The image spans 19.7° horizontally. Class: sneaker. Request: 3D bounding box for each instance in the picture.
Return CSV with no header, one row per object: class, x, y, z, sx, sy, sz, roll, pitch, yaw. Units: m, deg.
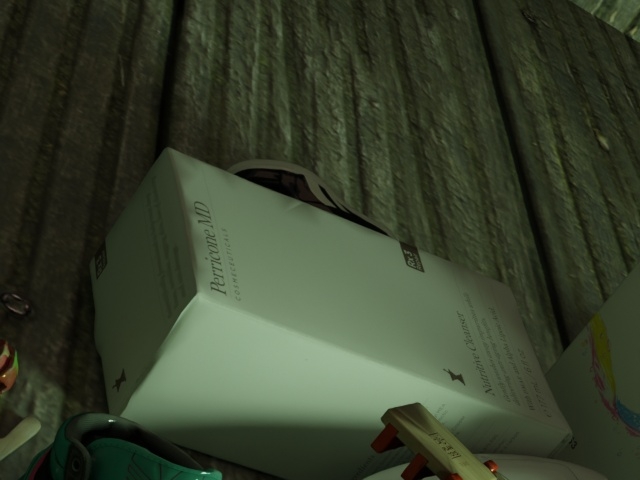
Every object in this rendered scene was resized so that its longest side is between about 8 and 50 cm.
sneaker,-0.131,0.218,1.183,0.124,0.178,0.295,20,29,-29
sneaker,0.000,0.000,1.863,0.217,0.079,0.121,26,25,-23

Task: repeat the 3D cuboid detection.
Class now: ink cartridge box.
ink cartridge box,0.337,0.140,1.714,0.119,0.353,0.207,18,30,-35

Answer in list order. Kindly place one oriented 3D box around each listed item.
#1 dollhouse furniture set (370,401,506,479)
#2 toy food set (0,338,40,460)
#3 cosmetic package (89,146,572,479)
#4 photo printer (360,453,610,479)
dollhouse furniture set,0.025,0.249,1.222,0.135,0.259,0.262,42,13,16
toy food set,-0.289,0.069,1.377,0.218,0.071,0.128,42,25,13
cosmetic package,0.003,0.094,1.607,0.385,0.156,0.217,22,29,-29
photo printer,0.165,0.295,1.465,0.256,0.107,0.307,0,39,-28
